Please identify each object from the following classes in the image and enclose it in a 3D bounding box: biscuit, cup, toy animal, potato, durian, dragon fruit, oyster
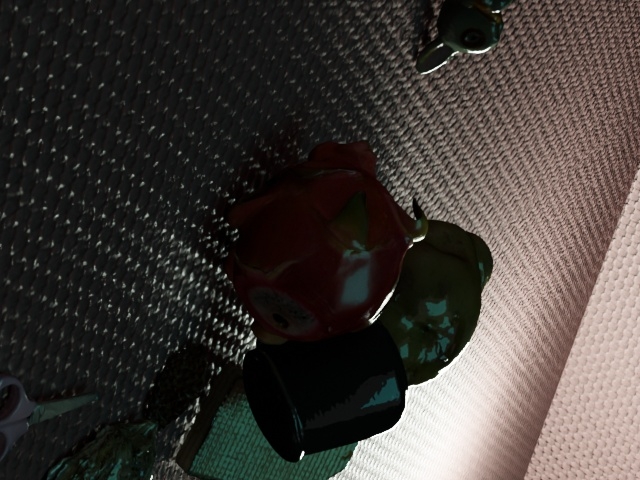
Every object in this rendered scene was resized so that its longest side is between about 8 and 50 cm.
[{"bbox_3d":[-0.058,0.255,2.034,0.252,0.052,0.150,20,99,-39],"label":"biscuit"},{"bbox_3d":[0.001,0.189,1.920,0.176,0.169,0.223,-23,154,-21],"label":"cup"},{"bbox_3d":[0.207,-0.312,2.037,0.138,0.108,0.236,-41,151,-46],"label":"toy animal"},{"bbox_3d":[0.132,0.077,2.203,0.218,0.202,0.351,-60,172,27],"label":"potato"},{"bbox_3d":[-0.176,0.175,1.840,0.130,0.052,0.066,-61,-162,2],"label":"durian"},{"bbox_3d":[-0.001,0.005,1.808,0.227,0.224,0.224,-50,156,-36],"label":"dragon fruit"},{"bbox_3d":[-0.246,0.270,1.746,0.177,0.064,0.125,-15,115,-50],"label":"oyster"}]

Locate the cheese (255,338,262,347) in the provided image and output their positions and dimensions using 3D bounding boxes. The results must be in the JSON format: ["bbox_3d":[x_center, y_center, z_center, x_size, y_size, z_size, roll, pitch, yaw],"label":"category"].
[{"bbox_3d":[-0.045,0.179,2.074,0.155,0.062,0.244,-20,128,-21],"label":"cheese"}]

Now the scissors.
[{"bbox_3d":[-0.288,0.172,1.574,0.212,0.021,0.110,-12,123,-64],"label":"scissors"}]
